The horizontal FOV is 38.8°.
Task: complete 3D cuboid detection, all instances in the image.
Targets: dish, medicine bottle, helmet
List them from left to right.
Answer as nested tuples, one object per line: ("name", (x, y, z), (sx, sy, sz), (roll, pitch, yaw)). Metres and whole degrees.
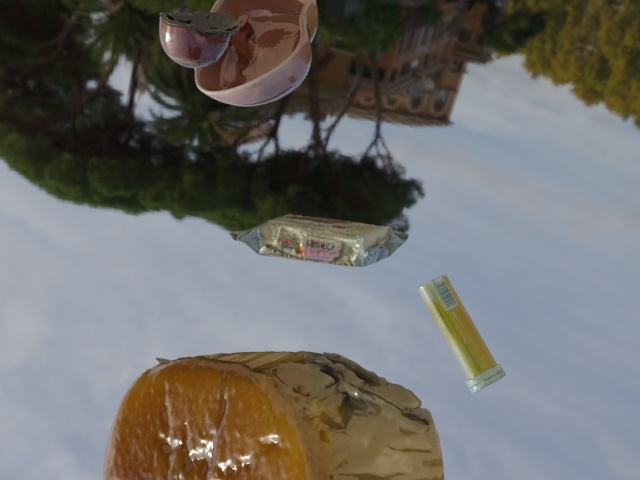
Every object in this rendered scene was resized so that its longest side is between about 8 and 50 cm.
("helmet", (-0.118, -0.192, 0.878), (0.084, 0.049, 0.065), (-12, -146, -42))
("dish", (-0.080, -0.275, 1.304), (0.213, 0.213, 0.090), (36, 177, 41))
("medicine bottle", (0.260, 0.171, 1.691), (0.074, 0.074, 0.218), (-14, -107, -52))

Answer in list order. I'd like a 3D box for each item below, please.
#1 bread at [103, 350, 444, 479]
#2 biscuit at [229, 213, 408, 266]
("bread", (-0.063, 0.223, 0.858), (0.183, 0.236, 0.388), (-1, 175, -37))
("biscuit", (-0.003, 0.001, 1.779), (0.309, 0.079, 0.186), (9, -169, 27))
